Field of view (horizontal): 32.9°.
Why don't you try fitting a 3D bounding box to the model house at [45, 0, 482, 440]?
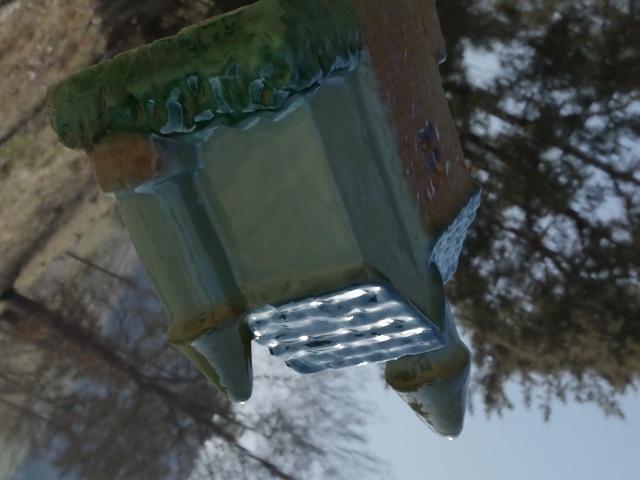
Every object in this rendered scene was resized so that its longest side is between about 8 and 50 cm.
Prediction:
[{"bbox_3d":[0.000,0.000,0.742,0.194,0.324,0.267,-18,-170,27],"label":"model house"}]
